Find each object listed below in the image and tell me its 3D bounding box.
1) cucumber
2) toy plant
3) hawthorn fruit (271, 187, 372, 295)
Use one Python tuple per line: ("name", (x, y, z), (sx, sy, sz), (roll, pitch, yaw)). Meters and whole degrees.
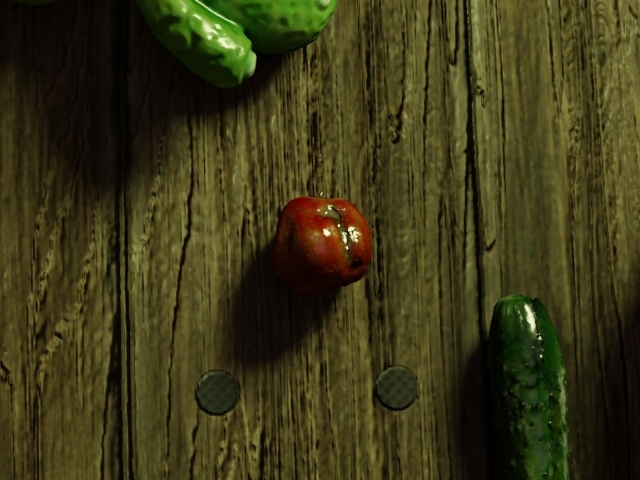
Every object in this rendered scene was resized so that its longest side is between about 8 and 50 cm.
("cucumber", (0.178, 0.158, 1.413), (0.069, 0.069, 0.227), (-5, 85, -6))
("toy plant", (-0.132, -0.251, 1.399), (0.316, 0.184, 0.224), (17, 62, -13))
("hawthorn fruit", (0.000, 0.000, 1.411), (0.093, 0.093, 0.093), (1, 82, -5))
